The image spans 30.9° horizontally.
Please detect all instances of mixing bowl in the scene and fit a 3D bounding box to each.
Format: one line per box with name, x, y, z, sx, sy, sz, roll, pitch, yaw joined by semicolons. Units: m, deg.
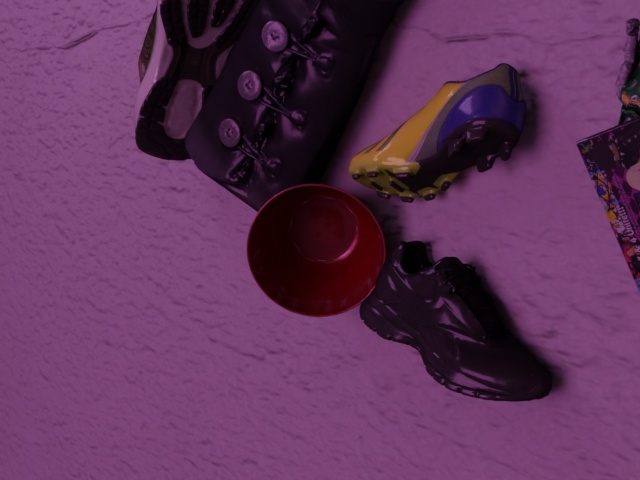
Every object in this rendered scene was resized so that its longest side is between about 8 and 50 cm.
mixing bowl;0.000;0.000;1.531;0.181;0.098;0.181;2;109;7

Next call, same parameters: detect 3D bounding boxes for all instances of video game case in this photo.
video game case;0.379;-0.026;1.117;0.210;0.042;0.232;-23;90;49

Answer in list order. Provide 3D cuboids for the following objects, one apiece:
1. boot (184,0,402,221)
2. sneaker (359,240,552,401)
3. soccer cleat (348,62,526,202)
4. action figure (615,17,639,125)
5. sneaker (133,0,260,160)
boot;-0.075;-0.295;1.553;0.367;0.146;0.445;48;133;26
sneaker;0.162;0.094;1.383;0.286;0.109;0.130;32;112;39
soccer cleat;0.141;-0.127;1.398;0.289;0.093;0.121;-20;51;54
action figure;0.346;-0.197;1.146;0.137;0.063;0.232;38;128;35
sneaker;-0.200;-0.332;1.716;0.410;0.158;0.182;-66;32;26
